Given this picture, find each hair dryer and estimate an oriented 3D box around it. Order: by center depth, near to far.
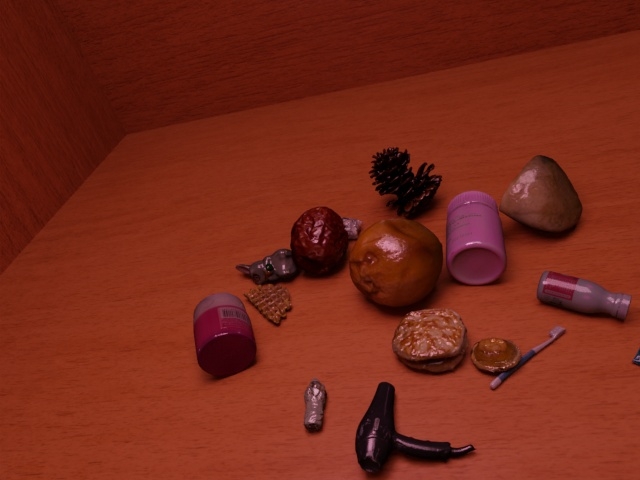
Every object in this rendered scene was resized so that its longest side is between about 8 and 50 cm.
[{"bbox_3d":[0.226,0.455,1.082,0.271,0.091,0.235,11,33,14],"label":"hair dryer"}]

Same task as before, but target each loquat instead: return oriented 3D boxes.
[{"bbox_3d":[0.233,0.068,1.417,0.276,0.276,0.284,12,26,33],"label":"loquat"}]

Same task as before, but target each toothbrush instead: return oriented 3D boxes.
[{"bbox_3d":[0.535,0.298,1.188,0.275,0.019,0.025,-30,33,-18],"label":"toothbrush"}]

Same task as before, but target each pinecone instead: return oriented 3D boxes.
[{"bbox_3d":[0.317,-0.239,1.757,0.246,0.292,0.246,-47,8,8],"label":"pinecone"}]

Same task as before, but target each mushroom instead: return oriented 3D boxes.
[{"bbox_3d":[0.766,-0.155,1.521,0.217,0.212,0.292,31,28,30],"label":"mushroom"}]

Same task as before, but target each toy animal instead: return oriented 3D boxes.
[{"bbox_3d":[-0.189,0.107,1.666,0.236,0.108,0.138,-21,-12,28],"label":"toy animal"}]

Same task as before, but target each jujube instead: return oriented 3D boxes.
[{"bbox_3d":[0.000,0.000,1.621,0.212,0.213,0.232,-2,47,18],"label":"jujube"}]

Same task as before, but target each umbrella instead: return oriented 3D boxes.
[{"bbox_3d":[-0.015,0.427,1.204,0.067,0.062,0.143,-37,30,25],"label":"umbrella"}]

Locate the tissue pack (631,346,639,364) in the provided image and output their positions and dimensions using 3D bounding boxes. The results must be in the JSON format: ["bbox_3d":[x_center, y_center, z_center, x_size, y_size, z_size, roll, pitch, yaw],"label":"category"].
[{"bbox_3d":[0.828,0.264,1.118,0.085,0.028,0.138,18,53,42],"label":"tissue pack"}]

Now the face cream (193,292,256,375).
[{"bbox_3d":[-0.295,0.281,1.395,0.175,0.175,0.195,-21,36,-6],"label":"face cream"}]

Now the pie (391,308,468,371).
[{"bbox_3d":[0.298,0.271,1.259,0.205,0.084,0.179,-8,36,14],"label":"pie"}]

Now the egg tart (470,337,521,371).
[{"bbox_3d":[0.453,0.287,1.198,0.128,0.049,0.129,-17,24,8],"label":"egg tart"}]

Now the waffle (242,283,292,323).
[{"bbox_3d":[-0.184,0.211,1.555,0.192,0.046,0.161,2,39,24],"label":"waffle"}]

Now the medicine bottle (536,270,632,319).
[{"bbox_3d":[0.715,0.151,1.252,0.216,0.090,0.090,16,47,35],"label":"medicine bottle"}]

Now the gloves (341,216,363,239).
[{"bbox_3d":[0.082,-0.052,1.773,0.153,0.070,0.114,0,39,23],"label":"gloves"}]

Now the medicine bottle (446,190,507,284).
[{"bbox_3d":[0.495,-0.014,1.479,0.178,0.178,0.291,-3,38,17],"label":"medicine bottle"}]
